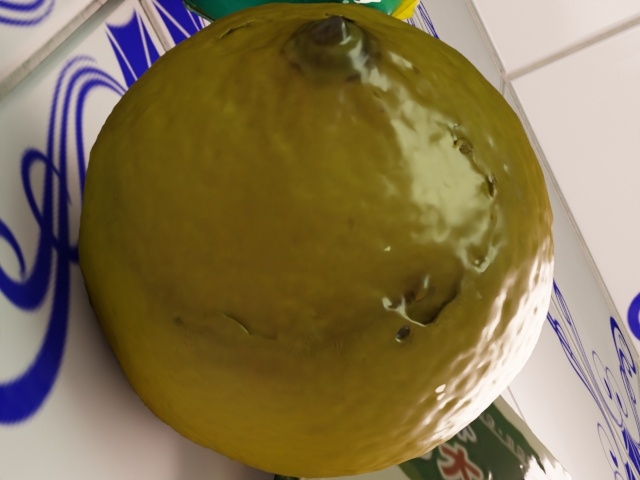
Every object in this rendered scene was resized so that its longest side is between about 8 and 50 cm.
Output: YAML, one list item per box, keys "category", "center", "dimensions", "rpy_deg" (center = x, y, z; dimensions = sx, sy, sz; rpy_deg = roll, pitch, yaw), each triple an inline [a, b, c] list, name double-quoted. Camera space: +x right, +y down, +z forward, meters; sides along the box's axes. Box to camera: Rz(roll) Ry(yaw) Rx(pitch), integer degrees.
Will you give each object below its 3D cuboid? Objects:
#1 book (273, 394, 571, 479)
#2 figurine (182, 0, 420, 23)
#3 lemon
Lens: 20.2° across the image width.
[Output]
- category: "book"
  center: [0.062, 0.197, 0.993]
  dimensions: [0.260, 0.043, 0.371]
  rpy_deg: [47, 29, -29]
- category: "figurine"
  center: [-0.020, -0.246, 1.172]
  dimensions: [0.323, 0.231, 0.340]
  rpy_deg: [69, 20, 4]
- category: "lemon"
  center: [0.003, 0.002, 0.875]
  dimensions: [0.253, 0.228, 0.228]
  rpy_deg: [38, 32, -64]
